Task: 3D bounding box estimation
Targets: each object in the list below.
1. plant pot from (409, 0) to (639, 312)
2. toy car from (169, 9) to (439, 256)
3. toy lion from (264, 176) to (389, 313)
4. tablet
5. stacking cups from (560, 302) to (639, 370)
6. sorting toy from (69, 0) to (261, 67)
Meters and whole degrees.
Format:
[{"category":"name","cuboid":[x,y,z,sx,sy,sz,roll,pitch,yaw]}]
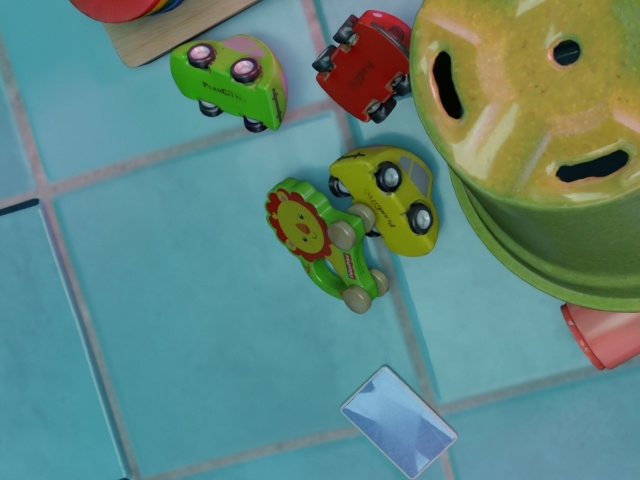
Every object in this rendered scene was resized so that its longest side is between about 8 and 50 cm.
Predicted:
[{"category":"plant pot","cuboid":[0.176,-0.095,0.879,0.276,0.254,0.276,-2,85,22]},{"category":"toy car","cuboid":[-0.009,-0.106,1.018,0.225,0.053,0.239,23,148,25]},{"category":"toy lion","cuboid":[0.000,0.000,1.060,0.096,0.034,0.100,17,136,37]},{"category":"tablet","cuboid":[0.062,0.145,1.105,0.083,0.006,0.054,44,103,-2]},{"category":"stacking cups","cuboid":[0.321,-0.007,0.992,0.316,0.096,0.096,-35,93,12]},{"category":"sorting toy","cuboid":[-0.109,-0.283,0.979,0.257,0.089,0.255,-25,96,26]}]
